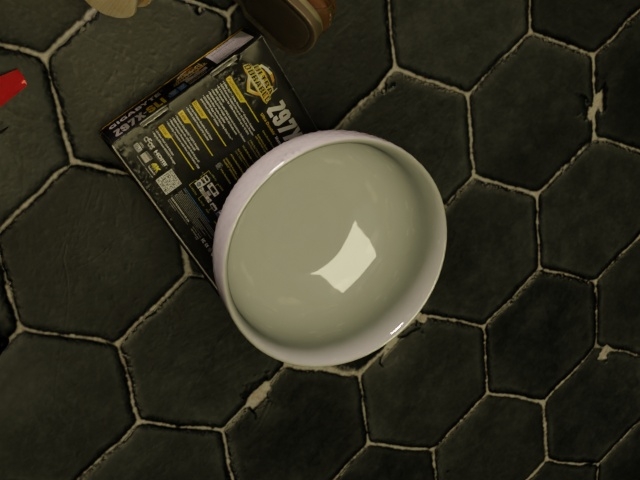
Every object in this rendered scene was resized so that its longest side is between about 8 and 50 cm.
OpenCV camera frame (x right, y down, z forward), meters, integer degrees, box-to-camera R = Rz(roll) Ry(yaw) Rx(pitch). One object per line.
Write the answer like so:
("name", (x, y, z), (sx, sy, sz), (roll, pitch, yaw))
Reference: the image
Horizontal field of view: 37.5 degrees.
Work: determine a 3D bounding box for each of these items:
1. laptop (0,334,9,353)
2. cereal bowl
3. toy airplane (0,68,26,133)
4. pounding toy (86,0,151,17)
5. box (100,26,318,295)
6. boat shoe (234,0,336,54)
("laptop", (-0.600, 0.156, 1.243), (0.264, 0.136, 0.234), (37, 98, -7))
("cereal bowl", (0.000, 0.000, 1.330), (0.338, 0.141, 0.339), (-10, 114, -23))
("toy airplane", (-0.444, -0.192, 1.180), (0.151, 0.028, 0.151), (-4, 97, -33))
("pounding toy", (-0.243, -0.352, 1.129), (0.269, 0.155, 0.154), (-24, 110, 20))
("box", (-0.119, -0.098, 1.361), (0.257, 0.079, 0.322), (-39, 121, -10))
("boat shoe", (-0.100, -0.389, 1.251), (0.307, 0.110, 0.104), (49, 50, -22))
